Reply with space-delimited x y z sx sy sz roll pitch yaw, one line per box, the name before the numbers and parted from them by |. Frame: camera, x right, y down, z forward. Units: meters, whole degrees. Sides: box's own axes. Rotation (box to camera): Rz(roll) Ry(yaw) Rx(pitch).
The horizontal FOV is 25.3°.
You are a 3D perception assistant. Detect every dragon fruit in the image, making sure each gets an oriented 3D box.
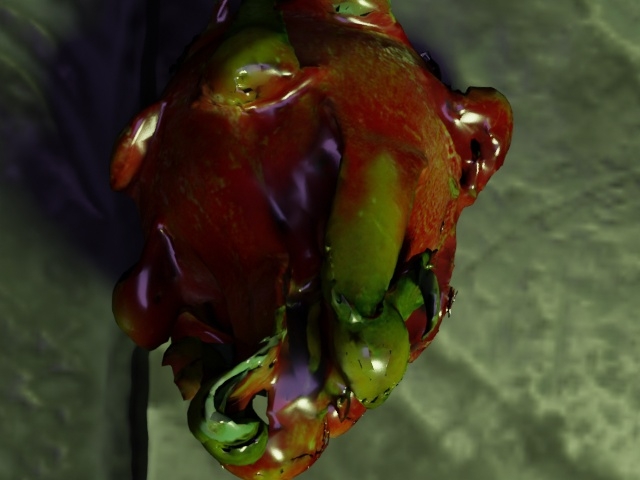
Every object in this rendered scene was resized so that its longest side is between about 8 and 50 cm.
dragon fruit | 0.000 0.000 0.460 0.138 0.175 0.142 -13 127 8
